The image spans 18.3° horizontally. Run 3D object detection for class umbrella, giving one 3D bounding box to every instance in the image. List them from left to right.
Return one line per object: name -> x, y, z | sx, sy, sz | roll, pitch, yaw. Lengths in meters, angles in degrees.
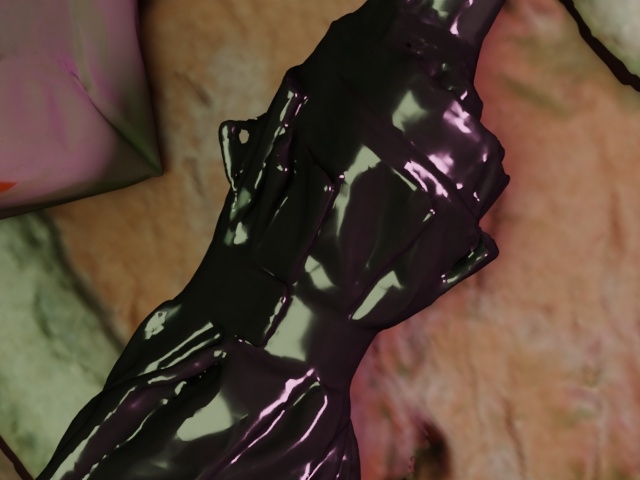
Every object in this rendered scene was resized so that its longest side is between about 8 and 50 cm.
umbrella -> 0.000, 0.000, 0.678 | 0.118, 0.118, 0.340 | 27, 91, 18

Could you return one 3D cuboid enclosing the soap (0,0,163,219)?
soap -> -0.181, -0.066, 0.691 | 0.199, 0.182, 0.138 | -12, 88, 20
